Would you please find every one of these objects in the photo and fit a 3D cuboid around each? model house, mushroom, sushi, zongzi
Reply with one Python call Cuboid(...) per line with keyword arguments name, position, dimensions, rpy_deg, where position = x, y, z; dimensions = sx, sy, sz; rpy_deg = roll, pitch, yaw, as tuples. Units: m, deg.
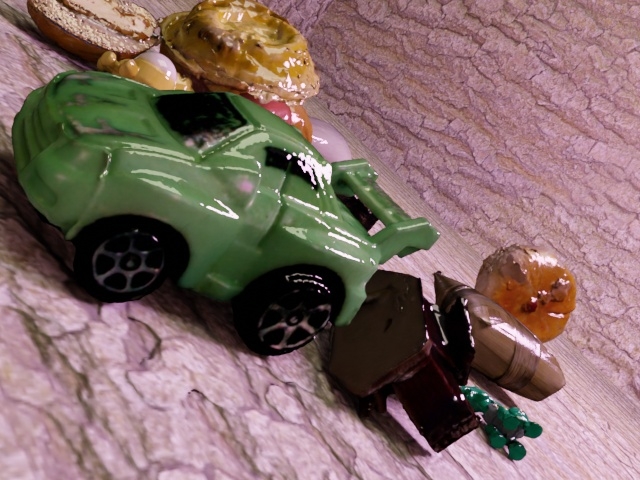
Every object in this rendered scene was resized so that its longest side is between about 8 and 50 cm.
Cuboid(name="model house", position=(0.097, 0.132, 0.640), dimensions=(0.164, 0.141, 0.203), rpy_deg=(56, 27, -27))
Cuboid(name="mushroom", position=(-0.054, -0.249, 1.386), dimensions=(0.159, 0.122, 0.329), rpy_deg=(6, -12, 38))
Cuboid(name="sushi", position=(0.058, -0.082, 1.203), dimensions=(0.150, 0.078, 0.090), rpy_deg=(41, 14, -6))
Cuboid(name="zongzi", position=(0.297, 0.163, 1.030), dimensions=(0.221, 0.112, 0.242), rpy_deg=(37, 14, -12))

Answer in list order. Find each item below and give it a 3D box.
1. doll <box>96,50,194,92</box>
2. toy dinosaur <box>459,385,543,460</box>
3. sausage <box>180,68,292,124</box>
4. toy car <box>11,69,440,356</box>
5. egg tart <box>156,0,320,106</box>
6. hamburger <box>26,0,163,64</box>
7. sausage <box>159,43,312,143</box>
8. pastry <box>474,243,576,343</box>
Cuboid(name="doll", position=(-0.183, -0.177, 0.846), dimensions=(0.291, 0.086, 0.117), rpy_deg=(34, -15, -24))
Cuboid(name="toy dinosaur", position=(0.248, 0.241, 0.794), dimensions=(0.132, 0.059, 0.096), rpy_deg=(28, 12, -19))
Cuboid(name="sausage", position=(-0.152, -0.246, 1.020), dimensions=(0.254, 0.148, 0.148), rpy_deg=(43, 13, 29))
Cuboid(name="toy car", position=(-0.075, -0.040, 0.531), dimensions=(0.359, 0.176, 0.213), rpy_deg=(28, 18, -41))
Cuboid(name="egg tart", position=(-0.116, -0.307, 0.918), dimensions=(0.279, 0.095, 0.279), rpy_deg=(16, 34, -11))
Cuboid(name="hamburger", position=(-0.322, -0.287, 0.824), dimensions=(0.176, 0.102, 0.087), rpy_deg=(7, 66, -33))
Cuboid(name="sausage", position=(-0.155, -0.294, 1.170), dimensions=(0.354, 0.134, 0.116), rpy_deg=(38, -10, -5))
Cuboid(name="pastry", position=(0.475, 0.131, 1.346), dimensions=(0.257, 0.236, 0.121), rpy_deg=(36, 6, -15))
